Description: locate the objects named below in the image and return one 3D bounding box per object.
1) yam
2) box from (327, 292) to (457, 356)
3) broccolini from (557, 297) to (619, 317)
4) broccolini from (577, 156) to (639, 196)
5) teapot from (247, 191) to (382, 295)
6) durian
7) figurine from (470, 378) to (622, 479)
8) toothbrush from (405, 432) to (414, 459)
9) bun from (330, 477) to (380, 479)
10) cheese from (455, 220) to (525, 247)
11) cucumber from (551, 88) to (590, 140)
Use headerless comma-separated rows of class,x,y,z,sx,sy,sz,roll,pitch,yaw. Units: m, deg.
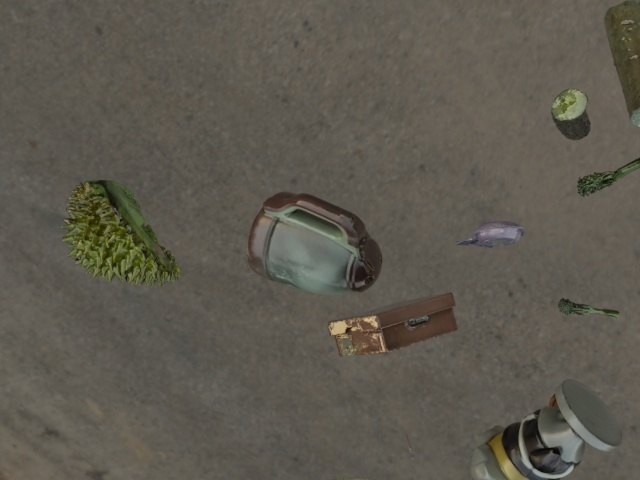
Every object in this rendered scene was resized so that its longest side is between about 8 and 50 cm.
yam,0.586,-0.332,1.300,0.093,0.259,0.093,-1,152,-1
box,0.163,0.189,1.577,0.215,0.215,0.086,-19,84,59
broccolini,0.557,0.142,1.475,0.140,0.035,0.030,8,112,-17
broccolini,0.657,-0.150,1.514,0.054,0.051,0.239,46,141,-16
teapot,0.000,0.000,1.757,0.312,0.233,0.315,18,149,24
durian,-0.230,0.004,0.808,0.095,0.220,0.137,-28,88,0
figurine,0.343,0.328,1.124,0.133,0.176,0.236,44,118,8
toothbrush,0.229,0.531,1.832,0.008,0.097,0.006,27,110,-16
bun,0.097,0.570,1.354,0.283,0.179,0.283,4,147,3
cheese,0.374,-0.009,1.536,0.105,0.042,0.191,6,168,-12
cucumber,0.418,-0.202,1.173,0.058,0.215,0.052,-4,85,24
